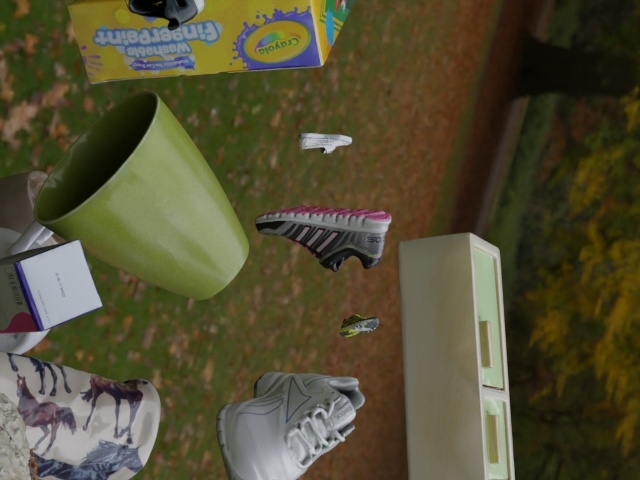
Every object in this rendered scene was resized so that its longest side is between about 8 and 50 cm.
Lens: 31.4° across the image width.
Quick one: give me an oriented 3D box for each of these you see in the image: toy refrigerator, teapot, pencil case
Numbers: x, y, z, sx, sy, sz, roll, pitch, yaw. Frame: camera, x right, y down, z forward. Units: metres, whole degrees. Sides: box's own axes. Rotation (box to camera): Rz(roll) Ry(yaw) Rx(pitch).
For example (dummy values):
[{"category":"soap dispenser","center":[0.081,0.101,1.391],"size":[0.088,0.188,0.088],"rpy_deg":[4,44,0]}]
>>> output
[{"category":"toy refrigerator","center":[0.149,0.135,1.218],"size":[0.102,0.094,0.270],"rpy_deg":[23,63,-61]},{"category":"teapot","center":[-0.557,0.070,2.019],"size":[0.187,0.256,0.253],"rpy_deg":[-56,139,-59]},{"category":"pencil case","center":[-0.418,0.225,1.549],"size":[0.160,0.410,0.184],"rpy_deg":[-50,-140,27]}]

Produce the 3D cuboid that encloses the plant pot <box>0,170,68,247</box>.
[{"category":"plant pot","center":[-0.639,0.003,2.263],"size":[0.323,0.280,0.323],"rpy_deg":[57,14,-23]}]

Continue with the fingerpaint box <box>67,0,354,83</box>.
[{"category":"fingerpaint box","center":[-0.184,-0.452,2.111],"size":[0.371,0.444,0.163],"rpy_deg":[-69,153,-55]}]

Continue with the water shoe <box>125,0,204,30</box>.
[{"category":"water shoe","center":[-0.265,-0.377,1.665],"size":[0.080,0.203,0.073],"rpy_deg":[-48,153,-26]}]

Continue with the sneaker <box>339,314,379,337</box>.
[{"category":"sneaker","center":[0.067,0.144,2.010],"size":[0.031,0.083,0.035],"rpy_deg":[37,45,-40]}]

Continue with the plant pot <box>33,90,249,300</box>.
[{"category":"plant pot","center":[-0.262,-0.044,1.851],"size":[0.293,0.274,0.275],"rpy_deg":[44,49,-28]}]

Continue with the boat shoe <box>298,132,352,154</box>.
[{"category":"boat shoe","center":[0.008,-0.169,2.000],"size":[0.035,0.100,0.035],"rpy_deg":[178,-87,-65]}]

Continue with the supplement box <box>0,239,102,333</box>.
[{"category":"supplement box","center":[-0.447,0.074,1.763],"size":[0.114,0.220,0.111],"rpy_deg":[-23,100,-37]}]

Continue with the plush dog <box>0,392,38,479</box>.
[{"category":"plush dog","center":[-0.348,0.218,1.098],"size":[0.262,0.210,0.225],"rpy_deg":[60,6,-34]}]

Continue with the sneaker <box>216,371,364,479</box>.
[{"category":"sneaker","center":[-0.032,0.214,1.315],"size":[0.297,0.129,0.111],"rpy_deg":[-51,126,-69]}]

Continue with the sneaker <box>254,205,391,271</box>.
[{"category":"sneaker","center":[0.000,0.000,1.338],"size":[0.063,0.170,0.075],"rpy_deg":[-22,114,-67]}]
